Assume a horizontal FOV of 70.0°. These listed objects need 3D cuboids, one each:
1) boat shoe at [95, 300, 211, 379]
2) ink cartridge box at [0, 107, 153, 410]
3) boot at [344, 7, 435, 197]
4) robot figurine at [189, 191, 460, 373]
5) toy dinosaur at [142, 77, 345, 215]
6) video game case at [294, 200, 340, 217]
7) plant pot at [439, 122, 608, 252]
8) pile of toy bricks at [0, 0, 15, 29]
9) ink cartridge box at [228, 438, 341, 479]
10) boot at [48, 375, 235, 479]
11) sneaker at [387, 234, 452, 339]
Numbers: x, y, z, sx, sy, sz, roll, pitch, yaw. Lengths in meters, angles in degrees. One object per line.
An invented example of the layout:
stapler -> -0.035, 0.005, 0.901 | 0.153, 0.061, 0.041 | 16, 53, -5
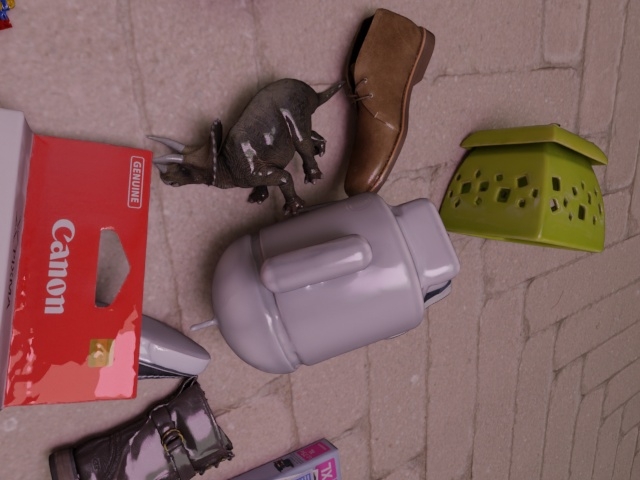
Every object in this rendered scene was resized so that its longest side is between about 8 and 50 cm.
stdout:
boat shoe -> -0.286, 0.136, 0.557 | 0.301, 0.108, 0.102 | 24, 89, -33
ink cartridge box -> -0.310, 0.021, 0.451 | 0.261, 0.066, 0.297 | 4, 81, -23
boot -> 0.075, -0.208, 0.708 | 0.115, 0.112, 0.305 | 20, 82, -28
robot figurine -> 0.004, 0.059, 0.634 | 0.353, 0.300, 0.200 | -19, 71, -1
toy dinosaur -> -0.060, -0.142, 0.622 | 0.313, 0.121, 0.160 | -41, 135, -13
video game case -> 0.000, 0.000, 0.765 | 0.087, 0.011, 0.122 | -15, 111, -30
plant pot -> 0.393, -0.098, 0.873 | 0.227, 0.228, 0.207 | 8, 93, -34
pile of toy bricks -> -0.375, -0.288, 0.394 | 0.105, 0.118, 0.212 | -8, 121, 2
ink cartridge box -> -0.099, 0.493, 0.787 | 0.311, 0.065, 0.186 | -9, 95, -29
boot -> -0.228, 0.352, 0.647 | 0.229, 0.091, 0.263 | -18, 97, -30
sneaker -> 0.160, 0.065, 0.833 | 0.226, 0.086, 0.164 | -32, 130, -33
